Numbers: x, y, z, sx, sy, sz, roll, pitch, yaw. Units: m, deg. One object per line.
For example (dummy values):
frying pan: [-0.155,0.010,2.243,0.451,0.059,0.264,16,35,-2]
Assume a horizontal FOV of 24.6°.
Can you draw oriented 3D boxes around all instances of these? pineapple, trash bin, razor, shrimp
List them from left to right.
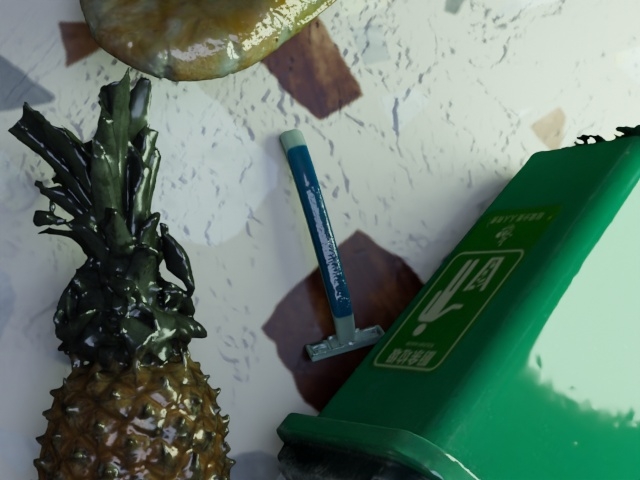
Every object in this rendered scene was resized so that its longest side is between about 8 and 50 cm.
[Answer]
pineapple: [-0.149,0.058,1.107,0.165,0.165,0.365,-4,86,-16]
shrimp: [-0.058,-0.234,1.187,0.168,0.077,0.317,41,58,15]
razor: [0.001,0.000,1.214,0.068,0.037,0.191,-15,91,-15]
trash bin: [0.189,0.128,1.152,0.295,0.259,0.381,41,73,-18]
